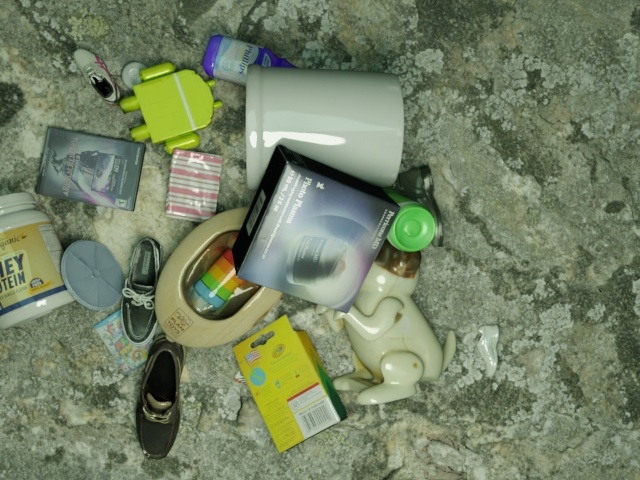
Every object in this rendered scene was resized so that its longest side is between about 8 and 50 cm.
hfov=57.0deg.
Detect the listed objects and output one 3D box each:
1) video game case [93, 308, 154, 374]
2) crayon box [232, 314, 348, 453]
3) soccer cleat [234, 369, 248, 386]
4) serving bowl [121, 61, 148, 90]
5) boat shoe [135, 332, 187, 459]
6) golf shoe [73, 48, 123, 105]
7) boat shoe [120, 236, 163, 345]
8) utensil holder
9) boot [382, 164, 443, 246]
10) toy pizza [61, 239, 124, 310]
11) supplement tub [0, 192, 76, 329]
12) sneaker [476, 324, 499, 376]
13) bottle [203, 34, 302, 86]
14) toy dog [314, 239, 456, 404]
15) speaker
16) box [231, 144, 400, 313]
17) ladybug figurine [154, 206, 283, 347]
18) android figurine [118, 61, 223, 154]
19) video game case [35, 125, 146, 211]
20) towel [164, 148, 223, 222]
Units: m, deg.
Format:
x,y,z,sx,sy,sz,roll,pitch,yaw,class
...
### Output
x,y,z,sx,sy,sz,roll,pitch,yaw,class
-0.551,0.281,1.680,0.119,0.015,0.166,-33,92,-2,video game case
-0.087,0.387,1.617,0.202,0.081,0.318,-32,74,15,crayon box
-0.206,0.401,1.692,0.083,0.029,0.036,22,93,2,soccer cleat
-0.525,-0.469,1.672,0.083,0.027,0.083,0,89,-3,serving bowl
-0.451,0.438,1.622,0.132,0.130,0.355,4,94,-4,boat shoe
-0.622,-0.463,1.639,0.067,0.086,0.186,-40,91,-1,golf shoe
-0.491,0.143,1.630,0.113,0.105,0.306,12,86,-9,boat shoe
0.000,-0.295,1.557,0.385,0.327,0.328,-1,90,-5,utensil holder
0.260,-0.088,1.702,0.161,0.083,0.247,-13,91,9,boot
-0.620,0.095,1.598,0.032,0.201,0.201,-23,92,26,toy pizza
-0.801,0.053,1.560,0.228,0.228,0.316,-23,91,-3,supplement tub
0.486,0.321,1.720,0.061,0.054,0.152,2,84,6,sneaker
-0.181,-0.486,1.657,0.282,0.092,0.118,16,88,-3,bottle
0.188,0.196,1.591,0.395,0.284,0.408,-8,90,-10,toy dog
0.196,-0.058,1.523,0.131,0.296,0.131,-2,103,-9,speaker
-0.017,-0.025,1.399,0.294,0.183,0.296,20,106,-19,box
-0.261,0.102,1.621,0.449,0.162,0.305,-44,91,-2,ladybug figurine
-0.414,-0.376,1.656,0.272,0.056,0.248,-21,96,-7,android figurine
-0.649,-0.202,1.669,0.274,0.026,0.196,10,90,-4,video game case
-0.356,-0.152,1.664,0.144,0.029,0.197,7,91,-18,towel
